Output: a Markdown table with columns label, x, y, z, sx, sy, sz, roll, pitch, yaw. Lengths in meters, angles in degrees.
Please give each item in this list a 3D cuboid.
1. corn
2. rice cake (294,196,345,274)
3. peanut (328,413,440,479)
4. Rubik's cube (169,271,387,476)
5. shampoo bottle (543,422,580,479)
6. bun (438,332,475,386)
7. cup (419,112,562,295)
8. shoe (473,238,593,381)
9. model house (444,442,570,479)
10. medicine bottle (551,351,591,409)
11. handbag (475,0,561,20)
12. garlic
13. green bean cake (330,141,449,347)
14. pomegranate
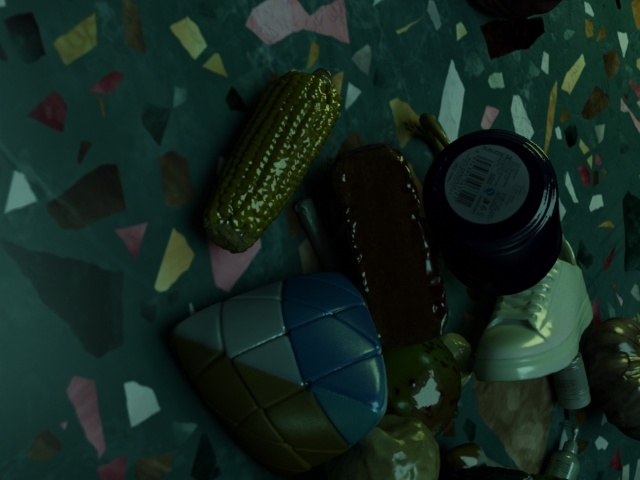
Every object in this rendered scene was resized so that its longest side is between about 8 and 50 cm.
| label | x | y | z | sx | sy | sz | roll | pitch | yaw |
| --- | --- | --- | --- | --- | --- | --- | --- | --- | --- |
| corn | -0.055 | -0.103 | 0.902 | 0.097 | 0.097 | 0.261 | 44 | 64 | -32 |
| rice cake | 0.000 | 0.000 | 0.996 | 0.022 | 0.021 | 0.121 | -44 | 118 | -38 |
| peanut | 0.067 | 0.335 | 0.917 | 0.159 | 0.143 | 0.291 | 1 | 116 | -32 |
| Rubik's cube | -0.050 | 0.115 | 0.884 | 0.254 | 0.254 | 0.254 | 1 | 88 | -41 |
| shampoo bottle | 0.417 | 0.412 | 1.329 | 0.056 | 0.056 | 0.195 | 46 | 62 | -31 |
| bun | 0.203 | 0.182 | 1.147 | 0.086 | 0.055 | 0.086 | -1 | 91 | -43 |
| cup | 0.202 | -0.053 | 1.048 | 0.178 | 0.255 | 0.256 | -59 | 158 | -4 |
| shoe | 0.331 | 0.095 | 1.192 | 0.363 | 0.132 | 0.160 | -23 | 101 | -53 |
| model house | 0.218 | 0.414 | 1.073 | 0.301 | 0.190 | 0.271 | 39 | 64 | -30 |
| medicine bottle | 0.441 | 0.245 | 1.351 | 0.058 | 0.058 | 0.091 | -27 | 106 | -38 |
| handbag | 0.320 | -0.472 | 1.214 | 0.146 | 0.135 | 0.225 | -1 | 85 | -41 |
| garlic | 0.574 | 0.258 | 1.406 | 0.245 | 0.160 | 0.245 | 19 | 52 | -26 |
| green bean cake | 0.087 | -0.005 | 0.959 | 0.198 | 0.097 | 0.232 | -68 | 142 | -79 |
| pomegranate | 0.090 | 0.179 | 0.995 | 0.205 | 0.159 | 0.159 | 36 | 62 | -3 |
